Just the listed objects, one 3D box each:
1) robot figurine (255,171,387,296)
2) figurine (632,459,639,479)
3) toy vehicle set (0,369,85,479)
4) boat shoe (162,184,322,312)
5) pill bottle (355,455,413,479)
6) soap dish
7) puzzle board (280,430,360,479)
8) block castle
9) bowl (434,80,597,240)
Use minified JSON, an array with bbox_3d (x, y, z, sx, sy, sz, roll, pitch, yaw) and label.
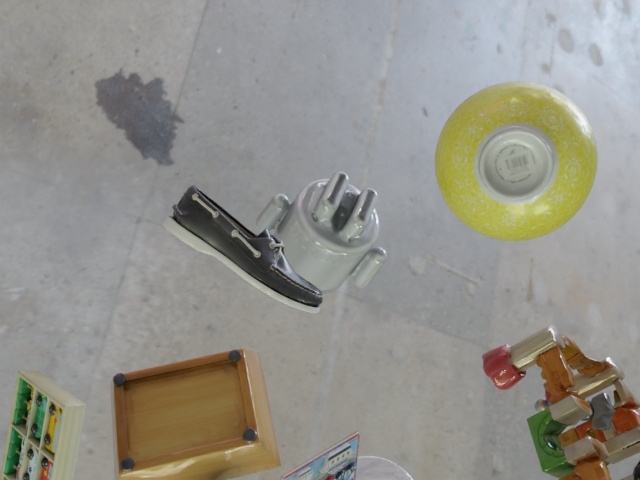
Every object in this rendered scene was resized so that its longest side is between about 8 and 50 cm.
[{"bbox_3d":[0.000,0.000,1.576,0.300,0.353,0.200,32,50,-2],"label":"robot figurine"},{"bbox_3d":[0.477,0.287,0.732,0.215,0.209,0.092,-6,89,1],"label":"figurine"},{"bbox_3d":[-0.449,0.359,1.110,0.035,0.166,0.267,6,96,-48],"label":"toy vehicle set"},{"bbox_3d":[-0.048,0.007,0.489,0.125,0.046,0.038,32,92,5],"label":"boat shoe"},{"bbox_3d":[0.053,0.443,1.010,0.160,0.283,0.160,5,43,-4],"label":"pill bottle"},{"bbox_3d":[-0.235,0.321,1.259,0.291,0.118,0.229,-12,55,-5],"label":"soap dish"},{"bbox_3d":[0.001,0.285,0.803,0.128,0.011,0.096,-16,118,-45],"label":"puzzle board"},{"bbox_3d":[0.484,0.417,1.326,0.303,0.213,0.453,26,39,-32],"label":"block castle"},{"bbox_3d":[0.335,-0.132,1.203,0.156,0.289,0.289,-31,102,-74],"label":"bowl"}]
